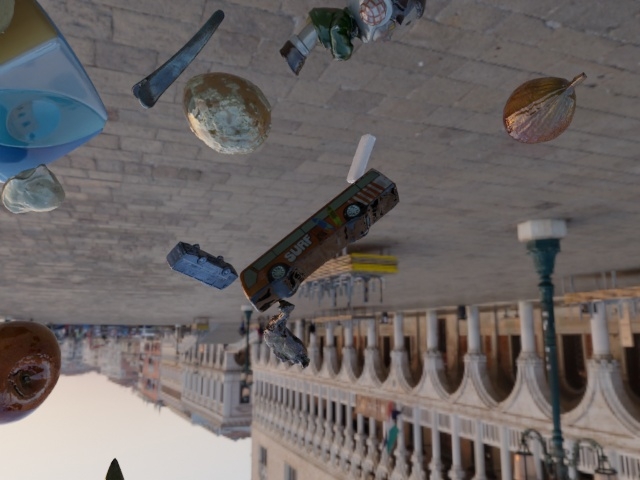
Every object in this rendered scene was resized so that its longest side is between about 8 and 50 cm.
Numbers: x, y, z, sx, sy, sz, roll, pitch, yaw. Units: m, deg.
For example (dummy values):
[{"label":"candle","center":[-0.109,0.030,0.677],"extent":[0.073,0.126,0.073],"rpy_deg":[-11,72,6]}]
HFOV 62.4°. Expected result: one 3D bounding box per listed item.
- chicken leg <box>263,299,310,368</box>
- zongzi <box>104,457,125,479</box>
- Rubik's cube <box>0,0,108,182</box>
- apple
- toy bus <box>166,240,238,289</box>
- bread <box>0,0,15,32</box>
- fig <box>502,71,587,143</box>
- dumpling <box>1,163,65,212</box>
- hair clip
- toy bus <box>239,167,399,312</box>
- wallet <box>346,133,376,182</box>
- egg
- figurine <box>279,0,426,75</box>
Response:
[{"label":"chicken leg","center":[-0.088,0.228,1.287],"extent":[0.105,0.051,0.253],"rpy_deg":[9,137,20]},{"label":"zongzi","center":[-0.467,0.660,1.020],"extent":[0.323,0.361,0.160],"rpy_deg":[-22,-177,-36]},{"label":"Rubik's cube","center":[-0.795,-0.404,1.318],"extent":[0.347,0.352,0.351],"rpy_deg":[-37,162,-16]},{"label":"apple","center":[-0.682,0.292,1.165],"extent":[0.173,0.235,0.210],"rpy_deg":[8,159,35]},{"label":"toy bus","center":[-0.249,0.056,1.127],"extent":[0.065,0.047,0.166],"rpy_deg":[-45,142,8]},{"label":"bread","center":[-0.571,-0.365,0.804],"extent":[0.134,0.141,0.148],"rpy_deg":[-36,120,25]},{"label":"fig","center":[0.392,-0.223,0.892],"extent":[0.119,0.119,0.153],"rpy_deg":[8,174,-38]},{"label":"dumpling","center":[-0.698,-0.120,1.280],"extent":[0.136,0.118,0.199],"rpy_deg":[-21,163,-28]},{"label":"hair clip","center":[-0.254,-0.336,0.976],"extent":[0.039,0.229,0.070],"rpy_deg":[46,179,-40]},{"label":"toy bus","center":[0.000,0.000,1.172],"extent":[0.409,0.092,0.093],"rpy_deg":[-38,147,-10]},{"label":"wallet","center":[0.099,-0.202,1.310],"extent":[0.025,0.122,0.061],"rpy_deg":[20,179,-22]},{"label":"egg","center":[-0.240,-0.331,1.368],"extent":[0.245,0.203,0.203],"rpy_deg":[31,158,-19]},{"label":"figurine","center":[0.079,-0.497,1.174],"extent":[0.370,0.167,0.281],"rpy_deg":[-31,-169,9]}]
